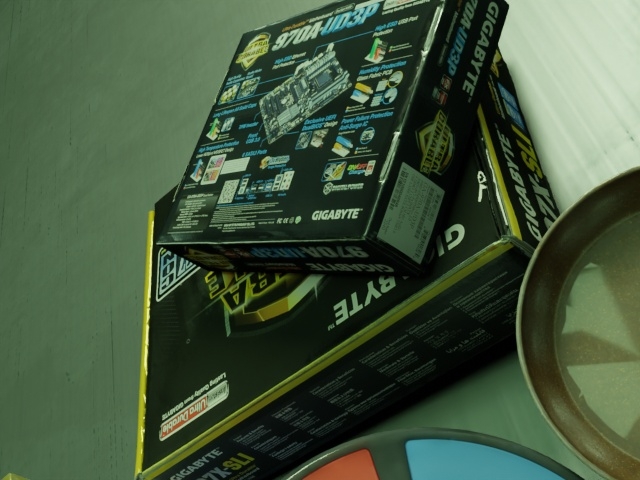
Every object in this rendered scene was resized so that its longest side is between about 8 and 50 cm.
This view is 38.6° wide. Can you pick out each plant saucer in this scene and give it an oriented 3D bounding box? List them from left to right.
[{"bbox_3d":[0.180,0.042,0.435,0.168,0.029,0.168,-7,71,21],"label":"plant saucer"}]

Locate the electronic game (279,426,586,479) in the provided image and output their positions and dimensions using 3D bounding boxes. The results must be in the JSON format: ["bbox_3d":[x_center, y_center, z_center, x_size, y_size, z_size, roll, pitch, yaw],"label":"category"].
[{"bbox_3d":[0.055,0.189,0.389,0.229,0.048,0.229,1,56,-1],"label":"electronic game"}]

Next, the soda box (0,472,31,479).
[{"bbox_3d":[-0.298,0.271,0.781,0.181,0.058,0.061,-36,42,22],"label":"soda box"}]

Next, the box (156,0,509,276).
[{"bbox_3d":[-0.002,-0.067,0.576,0.220,0.051,0.175,-2,63,51],"label":"box"}]

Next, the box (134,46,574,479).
[{"bbox_3d":[0.000,0.000,0.637,0.322,0.079,0.257,-36,39,30],"label":"box"}]
